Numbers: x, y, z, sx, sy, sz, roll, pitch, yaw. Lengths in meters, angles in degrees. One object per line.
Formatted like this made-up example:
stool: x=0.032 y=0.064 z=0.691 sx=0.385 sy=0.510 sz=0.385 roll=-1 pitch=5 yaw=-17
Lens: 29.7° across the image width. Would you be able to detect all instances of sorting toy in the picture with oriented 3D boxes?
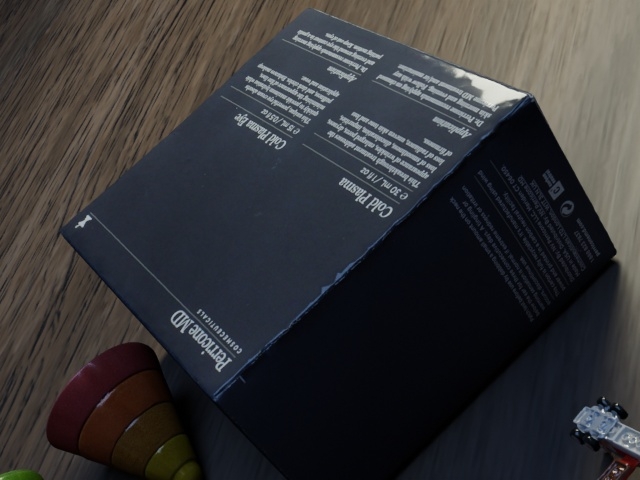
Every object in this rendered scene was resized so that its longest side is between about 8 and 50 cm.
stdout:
sorting toy: x=-0.230 y=0.259 z=1.009 sx=0.126 sy=0.127 sz=0.365 roll=37 pitch=79 yaw=23

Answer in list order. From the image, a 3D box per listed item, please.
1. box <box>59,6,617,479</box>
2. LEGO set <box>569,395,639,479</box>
box: x=0.000 y=0.000 z=1.004 sx=0.312 sy=0.179 sz=0.343 roll=-42 pitch=35 yaw=-8
LEGO set: x=0.228 y=0.145 z=0.706 sx=0.182 sy=0.060 sz=0.244 roll=-25 pitch=30 yaw=33
